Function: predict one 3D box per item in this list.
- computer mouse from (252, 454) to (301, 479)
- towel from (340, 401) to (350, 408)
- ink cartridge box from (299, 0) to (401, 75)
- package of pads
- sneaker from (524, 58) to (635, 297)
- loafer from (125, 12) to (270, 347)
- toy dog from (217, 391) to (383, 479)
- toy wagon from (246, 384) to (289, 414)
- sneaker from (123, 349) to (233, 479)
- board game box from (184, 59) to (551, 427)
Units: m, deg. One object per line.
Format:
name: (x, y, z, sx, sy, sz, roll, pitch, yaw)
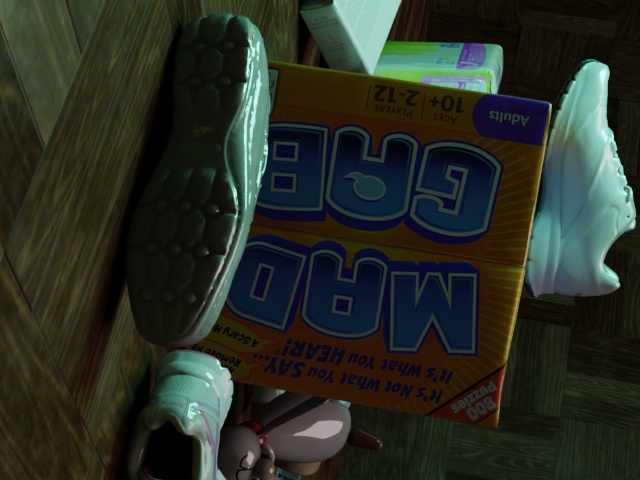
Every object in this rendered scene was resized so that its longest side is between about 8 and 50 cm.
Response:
computer mouse: (-0.102, 0.432, 1.974, 0.184, 0.060, 0.262, 30, 64, -59)
towel: (0.017, 0.161, 1.968, 0.209, 0.034, 0.285, -14, 113, -67)
ink cartridge box: (0.037, -0.427, 1.818, 0.261, 0.066, 0.296, 60, 35, -35)
package of pads: (0.198, -0.315, 2.366, 0.229, 0.296, 0.101, -63, 154, -64)
sneaker: (0.326, -0.071, 1.496, 0.111, 0.129, 0.297, -42, 139, -76)
loafer: (-0.099, -0.050, 1.108, 0.111, 0.112, 0.320, 62, 36, -65)
toy dog: (-0.024, 0.276, 1.634, 0.333, 0.161, 0.220, -45, 149, -53)
toy wagon: (-0.059, 0.134, 1.861, 0.344, 0.068, 0.267, -5, 104, -82)
sneaker: (-0.148, 0.241, 1.211, 0.111, 0.102, 0.252, -54, 146, -66)
board game box: (0.067, -0.010, 1.482, 0.356, 0.356, 0.357, -21, 120, -82)
